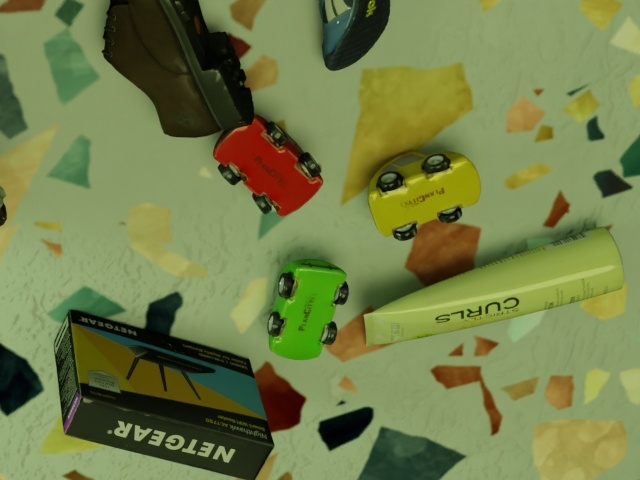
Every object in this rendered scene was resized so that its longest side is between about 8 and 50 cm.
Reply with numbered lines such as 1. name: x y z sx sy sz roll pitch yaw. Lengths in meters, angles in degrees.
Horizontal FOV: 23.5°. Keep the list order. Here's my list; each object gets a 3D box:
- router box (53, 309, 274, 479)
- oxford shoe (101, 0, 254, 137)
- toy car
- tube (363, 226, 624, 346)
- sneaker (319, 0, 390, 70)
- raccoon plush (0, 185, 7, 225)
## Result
1. router box: -0.138 0.134 1.334 0.179 0.133 0.046 17 115 -23
2. oxford shoe: -0.137 -0.174 1.184 0.096 0.083 0.227 -15 116 16
3. toy car: 0.000 0.000 1.336 0.239 0.053 0.225 9 118 -18
4. tube: 0.155 0.050 1.400 0.240 0.062 0.070 -16 118 -4
5. sneaker: 0.022 -0.200 1.227 0.053 0.059 0.144 -27 147 -34
6. raccoon plush: -0.431 -0.132 1.122 0.446 0.216 0.299 31 127 3
